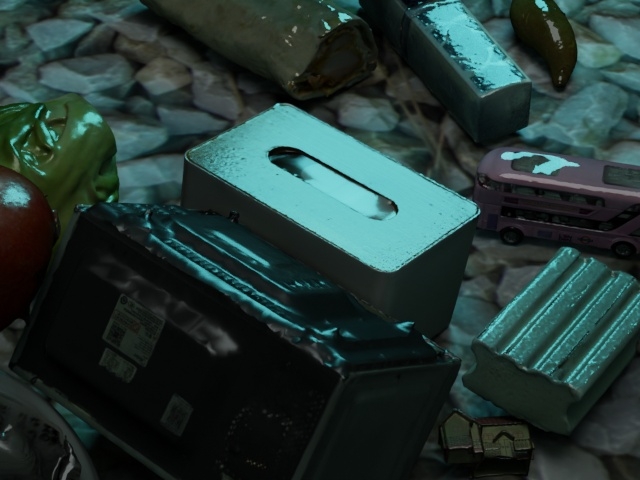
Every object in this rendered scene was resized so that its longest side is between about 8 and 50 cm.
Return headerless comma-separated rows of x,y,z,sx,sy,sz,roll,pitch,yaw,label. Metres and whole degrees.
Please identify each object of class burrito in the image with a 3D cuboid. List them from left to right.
-0.080,-0.267,1.935,0.299,0.105,0.143,35,57,28,burrito

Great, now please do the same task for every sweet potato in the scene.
0.250,-0.270,1.982,0.069,0.059,0.249,14,38,-16,sweet potato

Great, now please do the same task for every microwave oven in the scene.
-0.067,0.097,1.446,0.295,0.181,0.237,31,14,27,microwave oven

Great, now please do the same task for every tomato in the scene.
-0.306,0.010,1.416,0.167,0.167,0.167,1,44,-1,tomato

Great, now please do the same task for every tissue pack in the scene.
0.001,0.000,1.621,0.246,0.136,0.159,30,39,25,tissue pack

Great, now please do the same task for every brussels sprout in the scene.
-0.303,-0.051,1.674,0.223,0.161,0.223,-10,24,4,brussels sprout

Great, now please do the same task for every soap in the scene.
0.225,0.089,1.576,0.114,0.063,0.198,27,38,21,soap

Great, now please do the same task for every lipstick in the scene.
0.137,-0.221,1.910,0.077,0.076,0.290,-18,48,-19,lipstick

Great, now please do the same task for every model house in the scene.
0.144,0.174,1.520,0.083,0.057,0.058,-3,49,-2,model house

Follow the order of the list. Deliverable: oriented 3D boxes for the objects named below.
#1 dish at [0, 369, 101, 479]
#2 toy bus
-0.285,0.204,1.336,0.316,0.106,0.316,18,53,-26,dish
0.253,-0.038,1.716,0.203,0.090,0.063,9,44,6,toy bus
